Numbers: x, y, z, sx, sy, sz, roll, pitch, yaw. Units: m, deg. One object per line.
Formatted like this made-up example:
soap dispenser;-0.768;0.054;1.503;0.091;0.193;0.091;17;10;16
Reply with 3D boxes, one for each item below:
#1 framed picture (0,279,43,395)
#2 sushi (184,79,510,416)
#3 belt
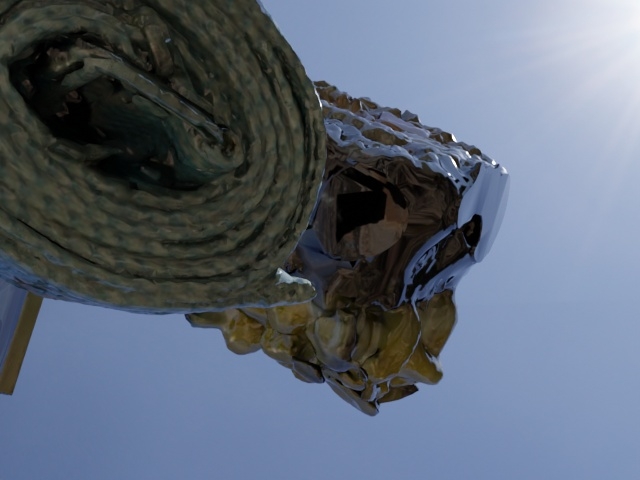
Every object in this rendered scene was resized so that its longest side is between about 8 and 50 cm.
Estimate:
framed picture;-0.172;0.017;0.541;0.010;0.201;0.135;20;-105;-23
sushi;0.000;0.000;0.965;0.329;0.328;0.285;25;-73;17
belt;-0.077;-0.046;0.343;0.163;0.082;0.147;4;-90;-34
